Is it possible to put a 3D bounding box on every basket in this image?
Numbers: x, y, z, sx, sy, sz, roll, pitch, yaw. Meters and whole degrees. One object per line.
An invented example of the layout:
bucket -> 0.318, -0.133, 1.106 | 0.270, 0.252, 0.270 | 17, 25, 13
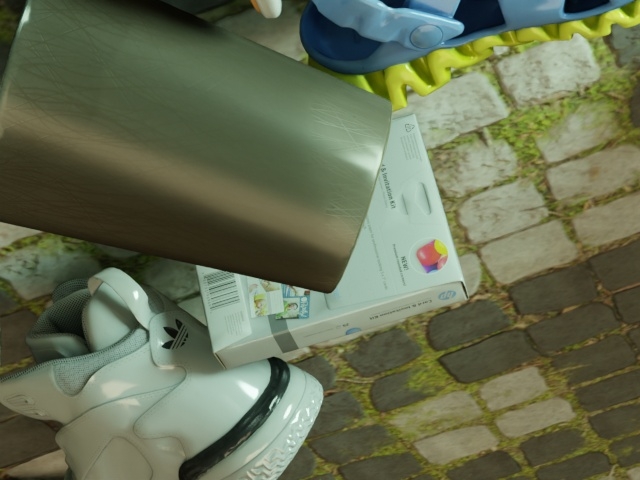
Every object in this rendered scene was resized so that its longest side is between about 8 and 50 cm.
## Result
basket -> -0.081, -0.061, 1.171 | 0.226, 0.154, 0.204 | 17, 149, -5

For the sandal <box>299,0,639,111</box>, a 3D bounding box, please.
sandal -> 0.109, -0.184, 1.156 | 0.317, 0.126, 0.138 | -26, 144, 18

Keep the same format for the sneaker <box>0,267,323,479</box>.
sneaker -> -0.170, 0.154, 1.517 | 0.210, 0.137, 0.366 | 39, 136, -10

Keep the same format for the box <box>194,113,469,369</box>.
box -> 0.000, 0.000, 1.391 | 0.186, 0.145, 0.038 | -18, 152, 6

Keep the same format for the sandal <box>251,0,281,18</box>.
sandal -> -0.095, -0.220, 1.043 | 0.076, 0.102, 0.265 | -19, 141, 12
